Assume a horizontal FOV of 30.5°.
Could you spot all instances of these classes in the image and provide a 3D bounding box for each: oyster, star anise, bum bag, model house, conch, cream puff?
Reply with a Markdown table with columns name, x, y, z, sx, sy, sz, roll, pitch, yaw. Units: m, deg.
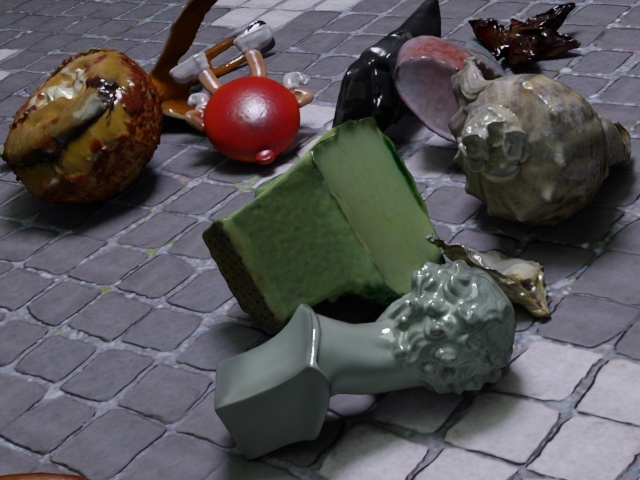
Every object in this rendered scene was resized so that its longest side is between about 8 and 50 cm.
| name | x | y | z | sx | sy | sz | roll | pitch | yaw |
| --- | --- | --- | --- | --- | --- | --- | --- | --- | --- |
| oyster | 0.174 | 0.023 | 1.203 | 0.146 | 0.045 | 0.121 | 17 | 21 | 11 |
| star anise | 0.307 | -0.300 | 1.720 | 0.157 | 0.053 | 0.212 | -13 | 27 | 2 |
| bum bag | 0.089 | -0.212 | 1.562 | 0.095 | 0.144 | 0.340 | 15 | 38 | 24 |
| model house | 0.000 | 0.000 | 1.239 | 0.189 | 0.195 | 0.214 | -27 | 7 | 26 |
| conch | 0.231 | -0.097 | 1.300 | 0.210 | 0.158 | 0.291 | 28 | 9 | 39 |
| cream puff | -0.311 | -0.143 | 1.572 | 0.240 | 0.164 | 0.240 | -26 | 29 | 15 |

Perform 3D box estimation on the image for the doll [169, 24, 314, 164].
| name | x | y | z | sx | sy | sz | roll | pitch | yaw |
| --- | --- | --- | --- | --- | --- | --- | --- | --- | --- |
| doll | -0.095 | -0.185 | 1.607 | 0.183 | 0.085 | 0.217 | -25 | 61 | -9 |

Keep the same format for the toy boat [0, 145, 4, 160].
| name | x | y | z | sx | sy | sz | roll | pitch | yaw |
| --- | --- | --- | --- | --- | --- | --- | --- | --- | --- |
| toy boat | -0.403 | -0.171 | 1.746 | 0.172 | 0.066 | 0.065 | -34 | 32 | -6 |

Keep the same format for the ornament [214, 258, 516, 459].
| name | x | y | z | sx | sy | sz | roll | pitch | yaw |
| --- | --- | --- | --- | --- | --- | --- | --- | --- | --- |
| ornament | 0.040 | 0.104 | 1.051 | 0.285 | 0.120 | 0.130 | -20 | 32 | -10 |

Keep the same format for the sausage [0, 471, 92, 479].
| name | x | y | z | sx | sy | sz | roll | pitch | yaw |
| --- | --- | --- | --- | --- | --- | --- | --- | --- | --- |
| sausage | -0.317 | 0.247 | 0.978 | 0.300 | 0.089 | 0.083 | -9 | 36 | 8 |

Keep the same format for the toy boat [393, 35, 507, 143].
| name | x | y | z | sx | sy | sz | roll | pitch | yaw |
| --- | --- | --- | --- | --- | --- | --- | --- | --- | --- |
| toy boat | 0.205 | -0.204 | 1.534 | 0.206 | 0.096 | 0.282 | 34 | 25 | 5 |

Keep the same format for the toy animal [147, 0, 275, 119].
| name | x | y | z | sx | sy | sz | roll | pitch | yaw |
| --- | --- | --- | --- | --- | --- | --- | --- | --- | --- |
| toy animal | -0.215 | -0.262 | 1.800 | 0.302 | 0.225 | 0.284 | -25 | 10 | 2 |
